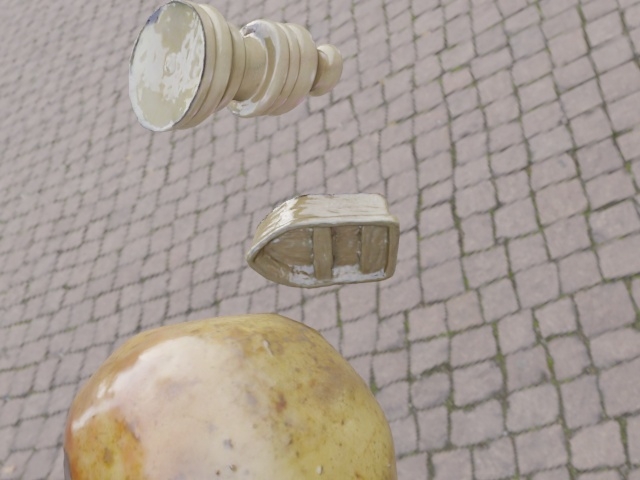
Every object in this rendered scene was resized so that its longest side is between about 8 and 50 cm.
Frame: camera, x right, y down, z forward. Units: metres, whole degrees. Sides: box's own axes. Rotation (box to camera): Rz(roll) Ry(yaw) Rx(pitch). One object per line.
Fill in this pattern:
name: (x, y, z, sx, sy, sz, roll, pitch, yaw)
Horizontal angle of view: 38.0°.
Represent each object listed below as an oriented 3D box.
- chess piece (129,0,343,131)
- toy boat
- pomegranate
chess piece: (-0.080, -0.205, 1.140, 0.124, 0.307, 0.139, -3, 94, 37)
toy boat: (0.000, 0.000, 1.157, 0.188, 0.116, 0.061, -4, 46, -4)
pomegranate: (-0.074, 0.193, 0.777, 0.281, 0.281, 0.281, -22, 42, 22)
